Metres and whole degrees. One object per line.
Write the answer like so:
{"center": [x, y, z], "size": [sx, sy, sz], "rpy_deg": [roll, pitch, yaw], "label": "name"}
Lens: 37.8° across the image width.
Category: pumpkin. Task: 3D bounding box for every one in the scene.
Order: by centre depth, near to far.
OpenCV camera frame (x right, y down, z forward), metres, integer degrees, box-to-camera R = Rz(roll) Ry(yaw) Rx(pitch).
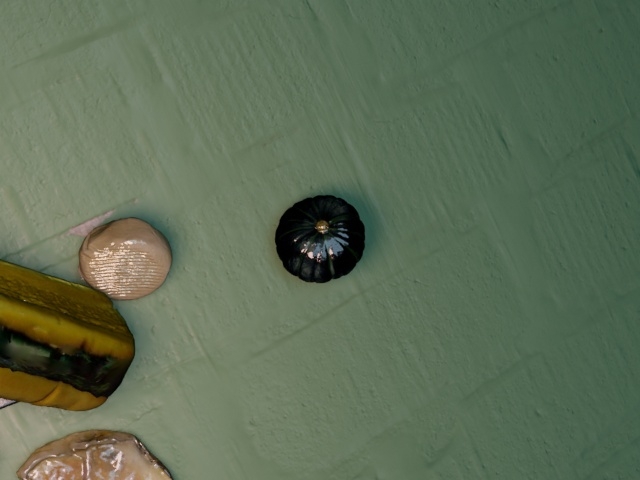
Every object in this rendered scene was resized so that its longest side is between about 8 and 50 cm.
{"center": [-0.001, -0.005, 1.958], "size": [0.194, 0.150, 0.194], "rpy_deg": [8, 70, -23], "label": "pumpkin"}

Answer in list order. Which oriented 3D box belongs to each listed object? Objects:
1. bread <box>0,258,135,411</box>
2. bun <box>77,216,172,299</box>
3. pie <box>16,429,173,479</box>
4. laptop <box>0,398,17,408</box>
{"center": [-0.514, 0.168, 1.637], "size": [0.376, 0.251, 0.208], "rpy_deg": [21, 114, -42], "label": "bread"}
{"center": [-0.380, 0.026, 1.812], "size": [0.173, 0.113, 0.166], "rpy_deg": [26, 116, -30], "label": "bun"}
{"center": [-0.425, 0.522, 1.764], "size": [0.337, 0.075, 0.337], "rpy_deg": [4, 82, -28], "label": "pie"}
{"center": [-0.568, 0.235, 1.767], "size": [0.197, 0.016, 0.135], "rpy_deg": [-19, 91, -25], "label": "laptop"}
